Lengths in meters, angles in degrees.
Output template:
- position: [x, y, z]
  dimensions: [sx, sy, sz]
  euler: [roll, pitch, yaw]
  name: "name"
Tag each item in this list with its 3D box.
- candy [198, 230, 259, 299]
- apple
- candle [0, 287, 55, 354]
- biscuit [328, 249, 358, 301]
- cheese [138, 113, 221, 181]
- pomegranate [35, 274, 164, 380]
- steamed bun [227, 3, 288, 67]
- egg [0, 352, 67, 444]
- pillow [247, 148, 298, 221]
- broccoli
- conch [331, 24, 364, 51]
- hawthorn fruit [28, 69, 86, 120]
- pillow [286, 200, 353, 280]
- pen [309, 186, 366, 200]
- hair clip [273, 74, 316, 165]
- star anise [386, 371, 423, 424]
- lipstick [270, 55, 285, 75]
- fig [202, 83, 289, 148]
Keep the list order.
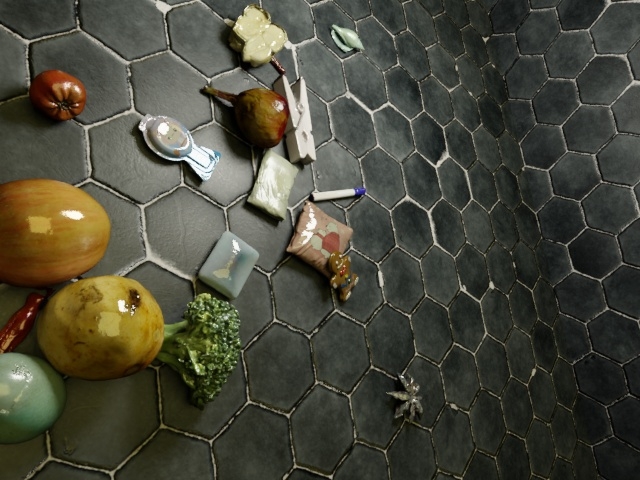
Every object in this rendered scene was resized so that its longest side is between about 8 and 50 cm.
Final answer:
- position: [-0.271, 0.073, 1.288]
  dimensions: [0.138, 0.071, 0.174]
  euler: [39, 58, -22]
  name: "candy"
- position: [-0.621, -0.021, 0.968]
  dimensions: [0.241, 0.242, 0.242]
  euler: [-10, 84, -52]
  name: "apple"
- position: [-0.696, 0.241, 0.937]
  dimensions: [0.048, 0.051, 0.329]
  euler: [44, 55, -36]
  name: "candle"
- position: [0.078, 0.118, 1.511]
  dimensions: [0.138, 0.031, 0.205]
  euler: [-55, 136, -32]
  name: "biscuit"
- position: [-0.421, -0.286, 1.286]
  dimensions: [0.245, 0.052, 0.135]
  euler: [34, 60, -25]
  name: "cheese"
- position: [-0.492, 0.195, 0.971]
  dimensions: [0.261, 0.260, 0.260]
  euler: [11, 71, -34]
  name: "pomegranate"
- position: [-0.226, -0.700, 1.510]
  dimensions: [0.178, 0.106, 0.192]
  euler: [34, 82, -11]
  name: "steamed bun"
- position: [-0.618, 0.318, 0.869]
  dimensions: [0.169, 0.236, 0.169]
  euler: [2, 58, -2]
  name: "egg"
- position: [-0.156, -0.191, 1.463]
  dimensions: [0.148, 0.050, 0.229]
  euler: [32, 57, -33]
  name: "pillow"
- position: [-0.333, 0.284, 1.137]
  dimensions: [0.246, 0.248, 0.288]
  euler: [17, 74, 7]
  name: "broccoli"
- position: [0.116, -0.860, 1.851]
  dimensions: [0.180, 0.088, 0.065]
  euler: [21, 22, -24]
  name: "conch"
- position: [-0.664, -0.377, 1.087]
  dimensions: [0.125, 0.125, 0.140]
  euler: [-1, 80, -37]
  name: "hawthorn fruit"
- position: [0.000, 0.000, 1.503]
  dimensions: [0.236, 0.084, 0.223]
  euler: [32, 62, -28]
  name: "pillow"
- position: [0.069, -0.177, 1.637]
  dimensions: [0.269, 0.033, 0.033]
  euler: [-12, 85, -39]
  name: "pen"
- position: [-0.088, -0.439, 1.556]
  dimensions: [0.101, 0.085, 0.330]
  euler: [1, 74, -46]
  name: "hair clip"
- position: [0.323, 0.588, 1.600]
  dimensions: [0.181, 0.061, 0.204]
  euler: [-8, 83, -38]
  name: "star anise"
- position: [-0.189, -0.689, 1.588]
  dimensions: [0.176, 0.027, 0.027]
  euler: [49, 54, -16]
  name: "lipstick"
- position: [-0.228, -0.433, 1.393]
  dimensions: [0.290, 0.191, 0.190]
  euler: [35, 59, -26]
  name: "fig"
